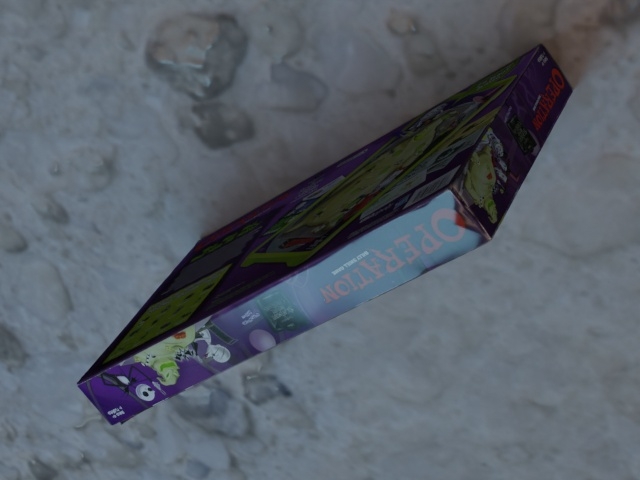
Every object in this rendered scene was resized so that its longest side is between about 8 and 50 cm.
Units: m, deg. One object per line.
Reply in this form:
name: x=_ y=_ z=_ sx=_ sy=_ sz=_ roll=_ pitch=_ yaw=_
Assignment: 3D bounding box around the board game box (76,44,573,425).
board game box: x=0.000 y=0.000 z=0.993 sx=0.347 sy=0.208 sz=0.056 roll=-28 pitch=110 yaw=36
